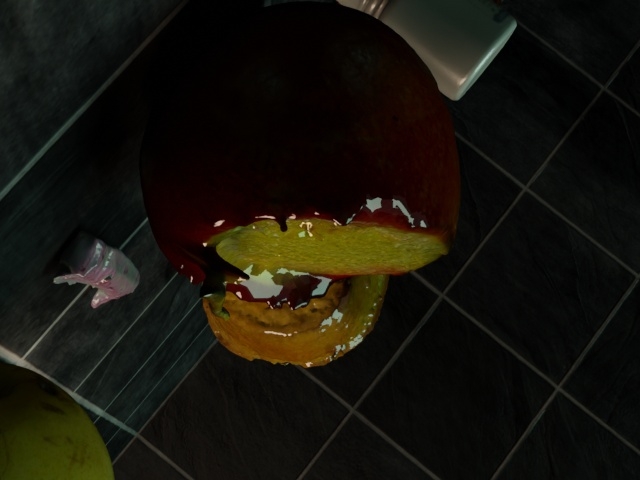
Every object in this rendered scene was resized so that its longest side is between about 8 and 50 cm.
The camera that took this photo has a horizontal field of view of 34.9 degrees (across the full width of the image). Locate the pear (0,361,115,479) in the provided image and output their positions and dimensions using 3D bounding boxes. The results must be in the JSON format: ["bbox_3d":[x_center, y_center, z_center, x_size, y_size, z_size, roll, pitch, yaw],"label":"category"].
[{"bbox_3d":[-0.340,0.258,1.014,0.280,0.281,0.281,-51,176,-5],"label":"pear"}]

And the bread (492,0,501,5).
[{"bbox_3d":[0.308,-0.529,2.096,0.232,0.135,0.247,-66,171,10],"label":"bread"}]

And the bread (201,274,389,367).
[{"bbox_3d":[-0.046,0.036,1.805,0.204,0.337,0.358,83,17,-67],"label":"bread"}]

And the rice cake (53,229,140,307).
[{"bbox_3d":[-0.278,0.045,1.287,0.081,0.051,0.290,-51,176,-9],"label":"rice cake"}]

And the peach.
[{"bbox_3d":[-0.023,-0.091,1.096,0.335,0.310,0.406,-15,168,9],"label":"peach"}]

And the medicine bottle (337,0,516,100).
[{"bbox_3d":[0.132,-0.308,1.364,0.139,0.237,0.139,-51,175,-7],"label":"medicine bottle"}]

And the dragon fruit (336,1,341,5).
[{"bbox_3d":[0.088,-0.336,1.501,0.161,0.120,0.127,-44,167,-29],"label":"dragon fruit"}]
